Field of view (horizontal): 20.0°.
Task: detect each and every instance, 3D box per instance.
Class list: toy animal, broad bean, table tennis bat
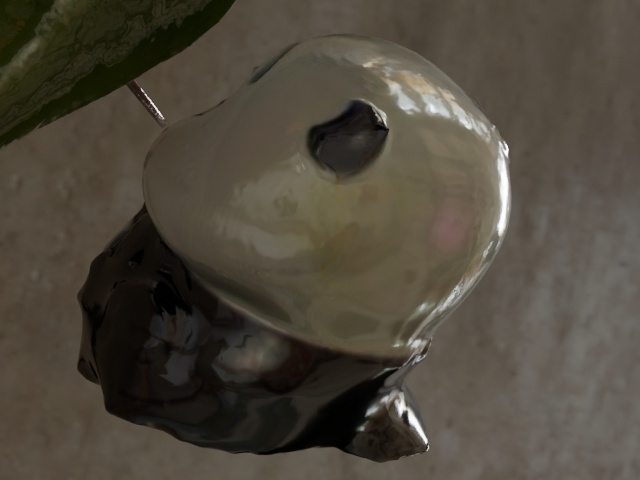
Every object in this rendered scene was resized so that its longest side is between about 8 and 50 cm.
[{"bbox_3d":[0.000,0.000,0.729,0.166,0.138,0.179,-14,138,-48],"label":"toy animal"},{"bbox_3d":[-0.086,-0.097,0.632,0.318,0.056,0.098,-31,98,-31],"label":"broad bean"},{"bbox_3d":[-0.182,-0.168,1.387,0.021,0.154,0.274,-38,159,-1],"label":"table tennis bat"}]
